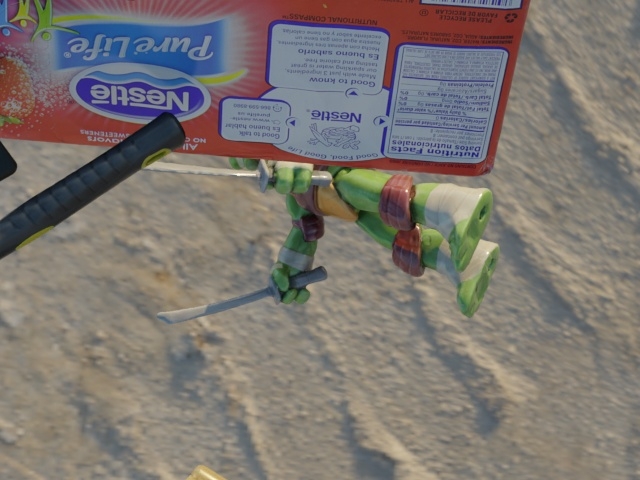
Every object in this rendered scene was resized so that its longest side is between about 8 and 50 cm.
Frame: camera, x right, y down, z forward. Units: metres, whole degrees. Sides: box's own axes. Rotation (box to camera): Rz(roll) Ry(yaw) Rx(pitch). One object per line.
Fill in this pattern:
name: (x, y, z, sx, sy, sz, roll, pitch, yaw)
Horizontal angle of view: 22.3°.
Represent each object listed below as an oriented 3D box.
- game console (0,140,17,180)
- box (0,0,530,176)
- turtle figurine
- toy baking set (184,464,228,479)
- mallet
game console: (-0.382, -0.096, 1.614, 0.122, 0.071, 0.107, -28, 65, 5)
box: (-0.047, -0.119, 0.656, 0.256, 0.128, 0.123, 4, 48, -1)
turtle figurine: (0.000, 0.000, 1.380, 0.266, 0.274, 0.198, 19, 122, 21)
toy baking set: (-0.013, 0.212, 0.829, 0.256, 0.196, 0.030, 42, 116, 29)
mallet: (-0.130, 0.005, 0.590, 0.189, 0.062, 0.039, -37, 77, -10)
